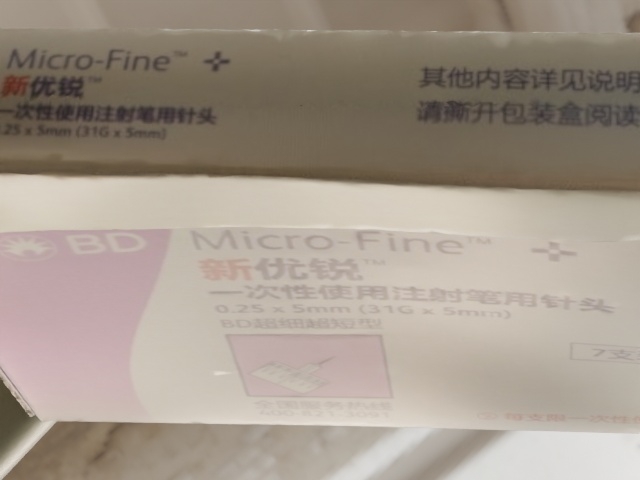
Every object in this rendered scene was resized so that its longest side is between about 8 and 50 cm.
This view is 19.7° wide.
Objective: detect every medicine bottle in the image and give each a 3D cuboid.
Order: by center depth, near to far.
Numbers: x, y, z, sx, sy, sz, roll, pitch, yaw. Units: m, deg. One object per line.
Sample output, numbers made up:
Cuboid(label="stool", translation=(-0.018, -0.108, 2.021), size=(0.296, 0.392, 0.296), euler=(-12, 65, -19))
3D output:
Cuboid(label="medicine bottle", translation=(0.000, 0.000, 0.473), size=(0.201, 0.052, 0.171), euler=(2, -24, 7))

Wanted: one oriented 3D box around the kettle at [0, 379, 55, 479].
Cuboid(label="kettle", translation=(-0.295, 0.107, 1.012), size=(0.236, 0.161, 0.221), euler=(-48, -57, -19))
